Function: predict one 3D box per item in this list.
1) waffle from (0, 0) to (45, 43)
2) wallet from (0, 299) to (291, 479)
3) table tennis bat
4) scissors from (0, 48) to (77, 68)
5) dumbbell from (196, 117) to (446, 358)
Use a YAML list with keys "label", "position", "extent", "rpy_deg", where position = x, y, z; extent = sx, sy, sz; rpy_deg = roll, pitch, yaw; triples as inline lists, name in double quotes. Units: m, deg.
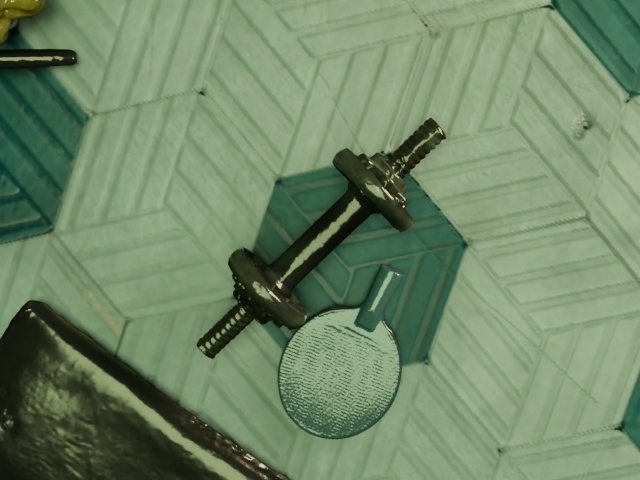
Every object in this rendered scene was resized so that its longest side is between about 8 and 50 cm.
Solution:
- label: "waffle"
  position: [-0.274, -0.295, 0.577]
  extent: [0.253, 0.056, 0.249]
  rpy_deg: [-38, 88, 12]
- label: "wallet"
  position: [-0.171, 0.185, 0.618]
  extent: [0.285, 0.030, 0.146]
  rpy_deg: [35, 90, 2]
- label: "table tennis bat"
  position: [0.025, 0.091, 0.609]
  extent: [0.100, 0.019, 0.155]
  rpy_deg: [26, 95, 2]
- label: "scissors"
  position: [-0.311, -0.146, 0.599]
  extent: [0.220, 0.088, 0.017]
  rpy_deg: [-4, 114, -7]
- label: "dumbbell"
  position: [0.000, 0.000, 0.575]
  extent: [0.254, 0.081, 0.081]
  rpy_deg: [-44, 90, 4]
